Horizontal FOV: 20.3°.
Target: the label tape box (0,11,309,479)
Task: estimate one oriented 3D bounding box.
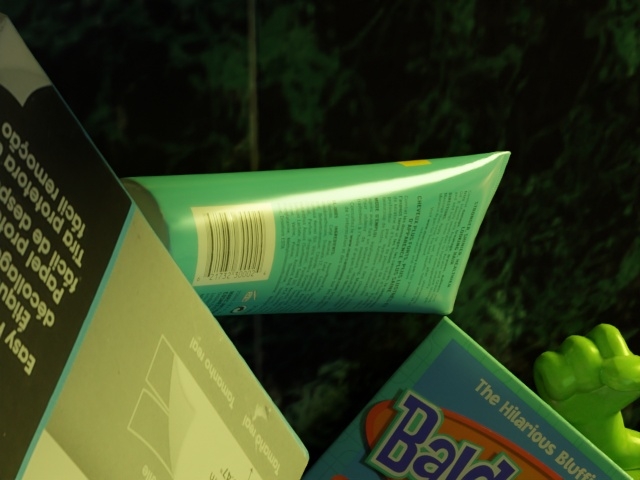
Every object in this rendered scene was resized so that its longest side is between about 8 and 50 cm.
[{"bbox_3d":[-0.140,0.141,0.537,0.249,0.115,0.347,60,38,-44],"label":"label tape box"}]

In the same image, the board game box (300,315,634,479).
[{"bbox_3d":[0.046,0.164,0.793,0.210,0.160,0.047,-49,170,-5],"label":"board game box"}]

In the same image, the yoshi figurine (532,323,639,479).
[{"bbox_3d":[0.202,0.137,0.883,0.362,0.203,0.203,-35,127,-21],"label":"yoshi figurine"}]

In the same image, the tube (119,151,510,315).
[{"bbox_3d":[0.000,0.000,0.731,0.207,0.052,0.080,-2,122,-45],"label":"tube"}]
